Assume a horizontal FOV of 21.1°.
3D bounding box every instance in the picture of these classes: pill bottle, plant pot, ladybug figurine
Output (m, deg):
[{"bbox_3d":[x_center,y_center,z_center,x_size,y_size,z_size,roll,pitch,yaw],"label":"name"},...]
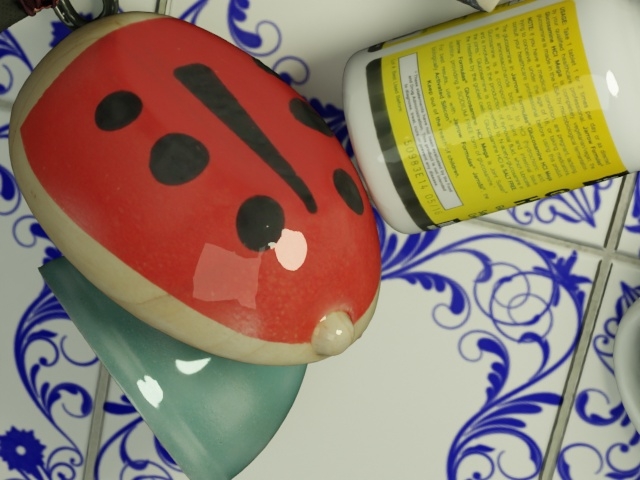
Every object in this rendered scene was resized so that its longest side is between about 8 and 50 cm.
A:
[{"bbox_3d":[0.204,-0.134,1.610,0.333,0.188,0.188,-16,107,17],"label":"pill bottle"},{"bbox_3d":[-0.120,0.089,1.737,0.196,0.293,0.293,-36,102,-6],"label":"plant pot"},{"bbox_3d":[-0.107,-0.066,1.598,0.449,0.305,0.162,44,136,27],"label":"ladybug figurine"}]

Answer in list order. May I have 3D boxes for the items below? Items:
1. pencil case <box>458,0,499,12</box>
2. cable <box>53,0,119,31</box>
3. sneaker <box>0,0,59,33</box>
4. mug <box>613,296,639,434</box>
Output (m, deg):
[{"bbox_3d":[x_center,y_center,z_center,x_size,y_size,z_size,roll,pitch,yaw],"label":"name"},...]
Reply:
[{"bbox_3d":[0.031,-0.360,1.570,0.410,0.160,0.184,25,104,1],"label":"pencil case"},{"bbox_3d":[-0.300,-0.336,1.721,0.287,0.072,0.139,39,97,-18],"label":"cable"},{"bbox_3d":[-0.226,-0.259,1.636,0.162,0.106,0.281,39,89,7],"label":"sneaker"},{"bbox_3d":[0.443,0.132,1.648,0.374,0.276,0.328,-11,105,48],"label":"mug"}]
